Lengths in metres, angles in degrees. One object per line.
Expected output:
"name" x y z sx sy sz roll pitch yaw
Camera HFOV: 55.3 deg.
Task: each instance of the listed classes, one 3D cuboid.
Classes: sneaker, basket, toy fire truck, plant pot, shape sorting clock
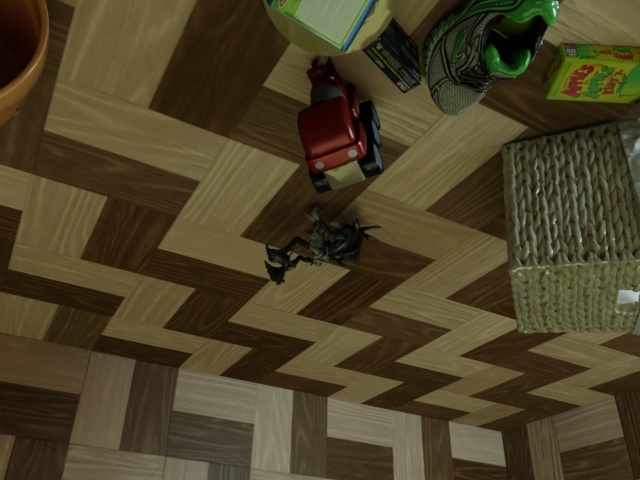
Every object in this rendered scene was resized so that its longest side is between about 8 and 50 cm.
"sneaker" 0.248 -0.293 0.942 0.134 0.146 0.343 4 159 -6
"basket" 0.519 -0.014 1.237 0.266 0.331 0.328 -4 147 19
"toy fire truck" 0.026 -0.240 1.015 0.158 0.217 0.246 -17 128 17
"plant pot" -0.555 -0.285 0.912 0.291 0.291 0.203 12 163 -16
"shape sorting clock" 0.014 -0.373 0.885 0.206 0.040 0.206 3 123 4

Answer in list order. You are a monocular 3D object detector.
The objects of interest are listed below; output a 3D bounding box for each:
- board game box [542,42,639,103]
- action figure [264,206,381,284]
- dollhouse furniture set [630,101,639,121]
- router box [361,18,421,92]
"board game box" 0.491 -0.287 1.056 0.181 0.043 0.092 2 148 -2
"action figure" 0.000 0.000 1.451 0.275 0.141 0.164 -20 142 -16
"dollhouse furniture set" 0.643 -0.221 1.038 0.144 0.123 0.151 9 137 -46
"router box" 0.114 -0.311 0.986 0.038 0.092 0.122 -23 140 34
